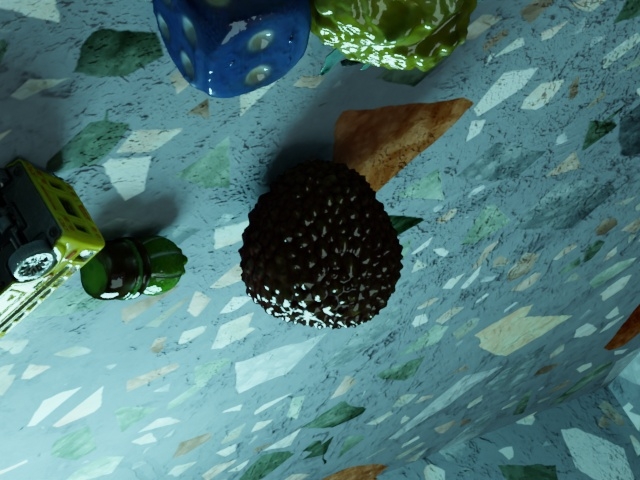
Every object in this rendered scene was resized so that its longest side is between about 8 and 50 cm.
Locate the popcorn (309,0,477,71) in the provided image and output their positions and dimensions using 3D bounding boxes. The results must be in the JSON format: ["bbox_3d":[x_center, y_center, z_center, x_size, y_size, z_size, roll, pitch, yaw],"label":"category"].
[{"bbox_3d":[0.094,-0.327,1.654,0.237,0.206,0.251,53,57,-70],"label":"popcorn"}]

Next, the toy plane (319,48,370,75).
[{"bbox_3d":[0.100,-0.275,1.952,0.235,0.060,0.096,-18,166,-37],"label":"toy plane"}]

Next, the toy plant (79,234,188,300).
[{"bbox_3d":[-0.264,0.038,2.080,0.162,0.093,0.093,-9,148,-46],"label":"toy plant"}]

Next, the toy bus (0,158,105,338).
[{"bbox_3d":[-0.443,0.054,1.832,0.330,0.144,0.152,-40,157,14],"label":"toy bus"}]

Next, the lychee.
[{"bbox_3d":[0.000,0.000,2.160,0.271,0.271,0.271,-26,156,-13],"label":"lychee"}]

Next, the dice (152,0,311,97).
[{"bbox_3d":[-0.102,-0.257,1.630,0.143,0.146,0.146,-23,154,-23],"label":"dice"}]
